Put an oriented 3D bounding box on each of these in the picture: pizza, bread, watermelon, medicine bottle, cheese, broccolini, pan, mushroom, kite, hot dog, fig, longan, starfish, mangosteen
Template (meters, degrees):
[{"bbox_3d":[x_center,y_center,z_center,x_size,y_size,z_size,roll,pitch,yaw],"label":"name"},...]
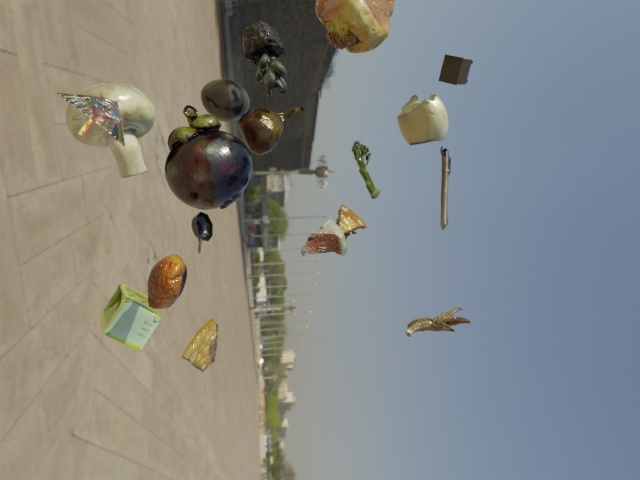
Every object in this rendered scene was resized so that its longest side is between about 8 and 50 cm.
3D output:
[{"bbox_3d":[-0.468,0.414,1.750,0.204,0.081,0.188,-44,145,-60],"label":"pizza"},{"bbox_3d":[0.113,-0.063,2.056,0.069,0.154,0.194,-46,-177,43],"label":"pizza"},{"bbox_3d":[-0.436,0.118,1.280,0.269,0.095,0.139,-21,-124,53],"label":"bread"},{"bbox_3d":[0.005,-0.013,1.600,0.121,0.159,0.097,-106,-165,-57],"label":"watermelon"},{"bbox_3d":[-0.641,0.253,1.567,0.141,0.137,0.250,-62,-153,-8],"label":"medicine bottle"},{"bbox_3d":[0.467,-0.553,2.131,0.266,0.127,0.233,6,-61,63],"label":"cheese"},{"bbox_3d":[0.191,-0.283,1.842,0.078,0.074,0.392,54,14,-39],"label":"broccolini"},{"bbox_3d":[-0.539,-0.040,2.039,0.202,0.048,0.128,-71,142,-59],"label":"pan"},{"bbox_3d":[-0.782,-0.447,1.782,0.356,0.316,0.314,74,5,-52],"label":"mushroom"},{"bbox_3d":[-0.544,-0.303,1.135,0.010,0.190,0.159,-36,-160,41],"label":"kite"},{"bbox_3d":[0.111,-0.770,1.527,0.185,0.223,0.404,43,46,-35],"label":"hot dog"},{"bbox_3d":[-0.205,-0.474,1.982,0.191,0.291,0.190,38,-42,45],"label":"fig"},{"bbox_3d":[-0.415,-0.610,2.028,0.198,0.213,0.197,10,90,-84],"label":"longan"},{"bbox_3d":[0.393,0.275,1.547,0.227,0.241,0.043,0,-71,58],"label":"starfish"},{"bbox_3d":[-0.410,-0.281,1.643,0.359,0.306,0.306,57,-7,-3],"label":"mangosteen"}]

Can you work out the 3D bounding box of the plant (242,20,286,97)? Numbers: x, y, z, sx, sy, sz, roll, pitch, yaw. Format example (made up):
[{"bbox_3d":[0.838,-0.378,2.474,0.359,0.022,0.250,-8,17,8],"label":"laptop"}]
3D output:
[{"bbox_3d":[-0.215,-0.709,1.838,0.149,0.146,0.274,-17,-89,37],"label":"plant"}]

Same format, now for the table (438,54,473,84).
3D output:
[{"bbox_3d":[0.446,-0.556,1.517,0.070,0.082,0.083,31,-57,38],"label":"table"}]

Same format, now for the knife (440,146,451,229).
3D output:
[{"bbox_3d":[0.524,-0.223,1.950,0.089,0.043,0.364,45,47,-73],"label":"knife"}]
